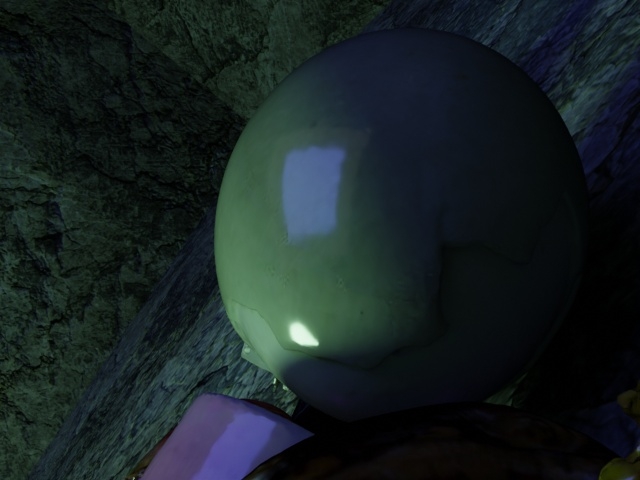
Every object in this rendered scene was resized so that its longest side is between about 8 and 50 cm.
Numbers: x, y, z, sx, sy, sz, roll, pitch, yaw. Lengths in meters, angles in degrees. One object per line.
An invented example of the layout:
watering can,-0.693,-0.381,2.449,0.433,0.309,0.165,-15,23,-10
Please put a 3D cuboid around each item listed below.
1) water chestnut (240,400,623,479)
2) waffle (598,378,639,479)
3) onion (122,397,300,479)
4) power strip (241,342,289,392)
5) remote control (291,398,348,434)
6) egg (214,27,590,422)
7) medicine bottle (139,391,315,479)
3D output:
water chestnut,0.055,0.170,0.358,0.223,0.224,0.238,-51,-1,0
waffle,0.192,0.077,0.266,0.229,0.051,0.231,4,44,29
onion,-0.102,0.254,0.827,0.248,0.161,0.248,-22,51,30
power strip,0.000,0.000,1.083,0.106,0.043,0.367,21,95,43
remote control,0.075,0.038,0.988,0.399,0.062,0.144,-60,1,-39
egg,0.057,-0.003,0.707,0.278,0.278,0.336,-42,15,36
medicine bottle,-0.077,0.276,0.541,0.325,0.212,0.212,-57,14,-21
